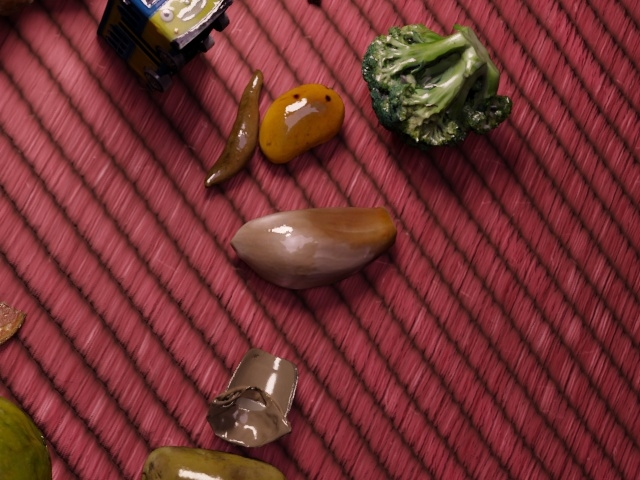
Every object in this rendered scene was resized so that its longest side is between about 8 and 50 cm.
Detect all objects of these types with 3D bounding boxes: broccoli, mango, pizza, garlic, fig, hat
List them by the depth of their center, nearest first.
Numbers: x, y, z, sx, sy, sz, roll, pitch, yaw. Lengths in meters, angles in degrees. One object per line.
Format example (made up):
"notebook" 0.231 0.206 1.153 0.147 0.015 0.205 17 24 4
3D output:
"fig" -0.535 0.316 1.658 0.233 0.233 0.314 -1 78 -17
"pizza" -0.540 0.136 1.784 0.099 0.029 0.100 -8 87 -25
"hat" -0.107 0.279 1.875 0.147 0.085 0.175 26 53 0
"garlic" 0.001 0.009 1.929 0.318 0.112 0.143 -8 82 -28
"mango" -0.038 -0.219 1.949 0.178 0.090 0.115 -29 99 -10
"broccoli" 0.213 -0.297 1.959 0.294 0.245 0.265 22 56 -37

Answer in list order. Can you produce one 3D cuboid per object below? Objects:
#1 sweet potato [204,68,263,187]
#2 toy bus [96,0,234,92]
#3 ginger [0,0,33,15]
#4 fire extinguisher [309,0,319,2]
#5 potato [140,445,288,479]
"sweet potato" -0.138 -0.198 1.926 0.059 0.069 0.250 34 71 -47
"toy bus" -0.265 -0.375 1.797 0.175 0.287 0.138 47 73 -7
"ginger" -0.506 -0.548 1.790 0.256 0.176 0.375 -12 65 -18
"fire extinguisher" -0.010 -0.539 2.031 0.049 0.035 0.173 4 79 23
"potato" -0.168 0.438 1.807 0.271 0.111 0.160 14 77 -15
